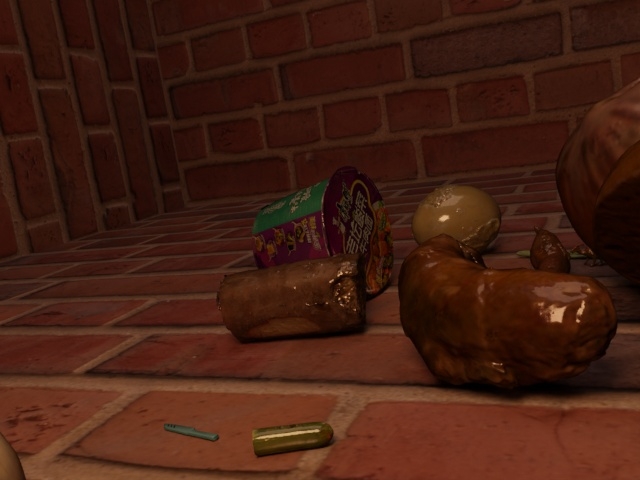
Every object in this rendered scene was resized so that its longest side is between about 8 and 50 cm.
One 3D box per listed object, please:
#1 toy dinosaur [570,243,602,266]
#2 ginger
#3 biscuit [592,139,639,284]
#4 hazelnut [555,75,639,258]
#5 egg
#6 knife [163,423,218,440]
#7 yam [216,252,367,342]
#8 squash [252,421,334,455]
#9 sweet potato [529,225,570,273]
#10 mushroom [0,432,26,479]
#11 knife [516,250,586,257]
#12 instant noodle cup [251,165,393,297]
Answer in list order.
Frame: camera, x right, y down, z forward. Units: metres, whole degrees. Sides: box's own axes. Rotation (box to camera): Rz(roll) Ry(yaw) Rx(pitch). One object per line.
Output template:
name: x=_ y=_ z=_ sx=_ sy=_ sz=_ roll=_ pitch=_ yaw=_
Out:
toy dinosaur: x=0.518 y=0.026 z=1.165 sx=0.113 sy=0.041 sz=0.026 roll=0 pitch=8 yaw=17
ginger: x=0.196 y=0.095 z=0.756 sx=0.165 sy=0.172 sz=0.321 roll=28 pitch=-1 yaw=-27
biscuit: x=0.482 y=0.006 z=0.640 sx=0.394 sy=0.070 sz=0.350 roll=20 pitch=-24 yaw=14
hazelnut: x=0.523 y=-0.081 z=0.889 sx=0.372 sy=0.372 sz=0.315 roll=-4 pitch=39 yaw=24
egg: x=0.294 y=-0.039 z=1.376 sx=0.201 sy=0.164 sz=0.164 roll=-11 pitch=10 yaw=-14
knife: x=-0.151 y=0.220 z=0.736 sx=0.091 sy=0.005 sz=0.014 roll=-2 pitch=13 yaw=35
yam: x=-0.035 y=0.092 z=1.018 sx=0.238 sy=0.128 sz=0.129 roll=-11 pitch=43 yaw=18
squash: x=-0.028 y=0.204 z=0.660 sx=0.083 sy=0.027 sz=0.027 roll=-8 pitch=10 yaw=1
sweet potato: x=0.403 y=0.048 z=1.100 sx=0.068 sy=0.068 sz=0.226 roll=-6 pitch=28 yaw=12
mushroom: x=-0.357 y=0.212 z=0.473 sx=0.246 sy=0.202 sz=0.246 roll=31 pitch=-7 yaw=4
knife: x=0.485 y=0.028 z=1.248 sx=0.207 sy=0.014 sz=0.030 roll=-1 pitch=11 yaw=35
instant noodle cup: x=0.000 y=0.000 z=1.227 sx=0.190 sy=0.251 sz=0.251 roll=-12 pitch=6 yaw=33
